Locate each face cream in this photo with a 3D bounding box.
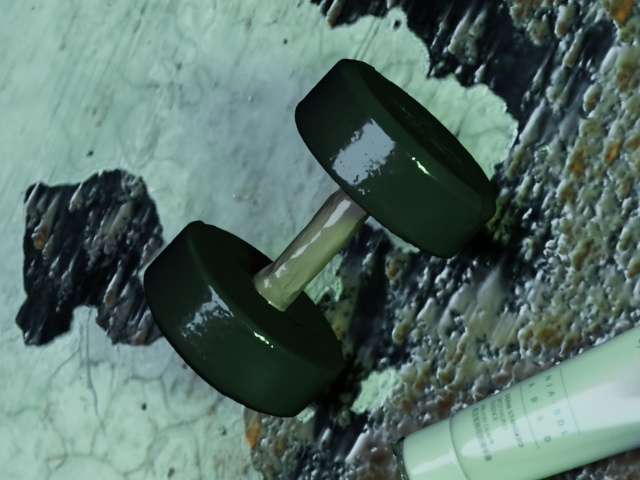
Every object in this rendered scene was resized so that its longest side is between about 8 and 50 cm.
[{"bbox_3d":[0.166,0.112,1.131,0.243,0.058,0.092,-25,60,20],"label":"face cream"}]

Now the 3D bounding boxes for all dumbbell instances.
[{"bbox_3d":[0.000,0.000,1.208,0.218,0.152,0.152,-46,57,16],"label":"dumbbell"}]

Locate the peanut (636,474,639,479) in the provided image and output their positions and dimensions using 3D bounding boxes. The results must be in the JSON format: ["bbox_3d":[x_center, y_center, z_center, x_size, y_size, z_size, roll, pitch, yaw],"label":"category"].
[{"bbox_3d":[0.297,0.121,0.991,0.313,0.149,0.149,-45,58,22],"label":"peanut"}]
